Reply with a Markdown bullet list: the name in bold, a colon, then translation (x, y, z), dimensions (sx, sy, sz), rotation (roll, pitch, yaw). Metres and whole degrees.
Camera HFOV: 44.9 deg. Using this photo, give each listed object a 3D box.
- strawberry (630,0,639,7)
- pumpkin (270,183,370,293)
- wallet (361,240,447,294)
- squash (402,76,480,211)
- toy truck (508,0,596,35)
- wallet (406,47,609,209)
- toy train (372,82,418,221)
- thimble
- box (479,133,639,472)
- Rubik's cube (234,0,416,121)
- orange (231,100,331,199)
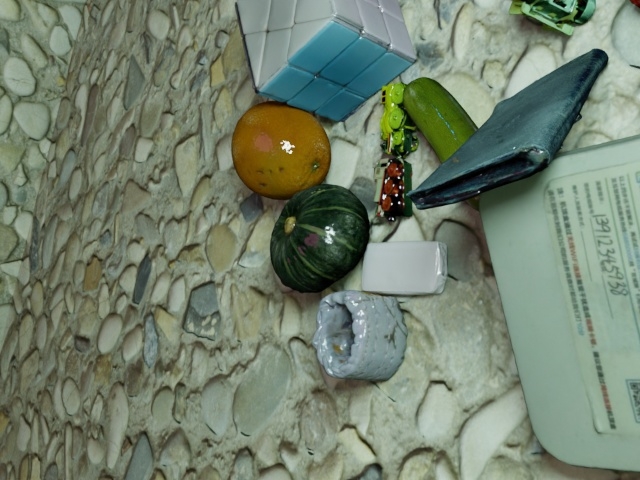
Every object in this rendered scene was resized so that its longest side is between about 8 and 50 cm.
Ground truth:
- **strawberry**: translation (0.459, -0.372, 1.020), dimensions (0.145, 0.086, 0.145), rotation (-17, 68, 47)
- **pumpkin**: translation (0.000, -0.002, 1.410), dimensions (0.211, 0.152, 0.211), rotation (-46, 33, 43)
- **wallet**: translation (0.142, 0.047, 1.324), dimensions (0.190, 0.033, 0.095), rotation (0, 83, 49)
- **squash**: translation (0.223, -0.146, 1.234), dimensions (0.087, 0.087, 0.331), rotation (-49, 48, 30)
- **toy truck**: translation (0.349, -0.449, 1.139), dimensions (0.135, 0.128, 0.259), rotation (38, 111, 61)
- **wallet**: translation (0.263, -0.149, 1.023), dimensions (0.191, 0.379, 0.046), rotation (-23, 104, 39)
- **toy train**: translation (0.133, -0.155, 1.368), dimensions (0.085, 0.053, 0.249), rotation (-3, 79, 57)
- **thimble**: translation (0.067, 0.162, 1.319), dimensions (0.127, 0.118, 0.151), rotation (-15, 70, 48)
- **box**: translation (0.398, 0.072, 0.887), dimensions (0.397, 0.111, 0.395), rotation (-10, 97, 48)
- **Rubik's cube**: translation (0.008, -0.388, 1.428), dimensions (0.231, 0.225, 0.221), rotation (-34, 59, 38)
- **orange**: translation (-0.075, -0.172, 1.502), dimensions (0.206, 0.206, 0.206), rotation (-14, 71, 46)
